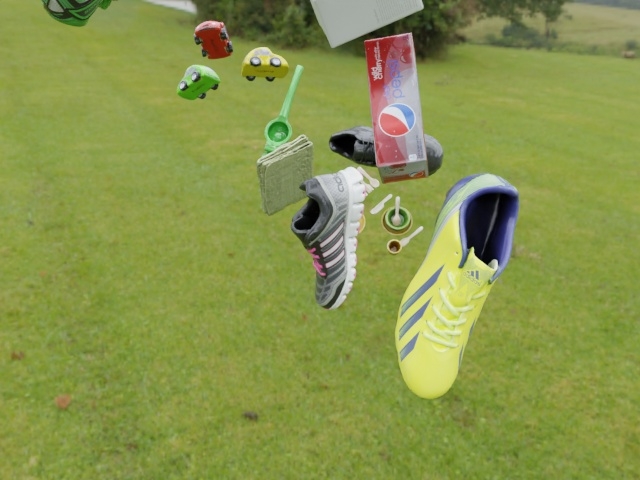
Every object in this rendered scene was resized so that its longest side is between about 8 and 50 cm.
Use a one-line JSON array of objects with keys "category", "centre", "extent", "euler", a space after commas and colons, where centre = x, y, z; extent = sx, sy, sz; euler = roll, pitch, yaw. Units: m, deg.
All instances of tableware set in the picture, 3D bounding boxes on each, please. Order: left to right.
[{"category": "tableware set", "centre": [0.073, -0.040, 1.010], "extent": [0.104, 0.154, 0.024], "euler": [-40, -15, -11]}]

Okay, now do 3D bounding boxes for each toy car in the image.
[{"category": "toy car", "centre": [-0.214, -0.360, 1.359], "extent": [0.225, 0.053, 0.239], "euler": [-22, -23, 35]}]

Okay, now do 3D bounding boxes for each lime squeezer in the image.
[{"category": "lime squeezer", "centre": [-0.078, -0.201, 1.372], "extent": [0.059, 0.310, 0.110], "euler": [25, 30, 27]}]

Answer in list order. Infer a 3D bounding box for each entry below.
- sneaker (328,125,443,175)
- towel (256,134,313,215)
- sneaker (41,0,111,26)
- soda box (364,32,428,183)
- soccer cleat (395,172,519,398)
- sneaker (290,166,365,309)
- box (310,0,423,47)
[{"category": "sneaker", "centre": [0.144, -0.201, 1.527], "extent": [0.286, 0.109, 0.130], "euler": [13, 16, 36]}, {"category": "towel", "centre": [-0.060, -0.112, 1.161], "extent": [0.110, 0.148, 0.027], "euler": [-28, 56, -18]}, {"category": "sneaker", "centre": [-0.328, -0.433, 0.963], "extent": [0.134, 0.146, 0.343], "euler": [18, 44, -1]}, {"category": "soda box", "centre": [0.139, -0.243, 1.216], "extent": [0.092, 0.263, 0.083], "euler": [-7, -19, 10]}, {"category": "soccer cleat", "centre": [0.164, 0.057, 0.799], "extent": [0.094, 0.289, 0.121], "euler": [16, 1, -14]}, {"category": "sneaker", "centre": [0.000, 0.000, 0.739], "extent": [0.075, 0.170, 0.063], "euler": [-2, 26, -19]}, {"category": "box", "centre": [0.071, -0.426, 1.140], "extent": [0.171, 0.091, 0.130], "euler": [-22, 38, 5]}]
